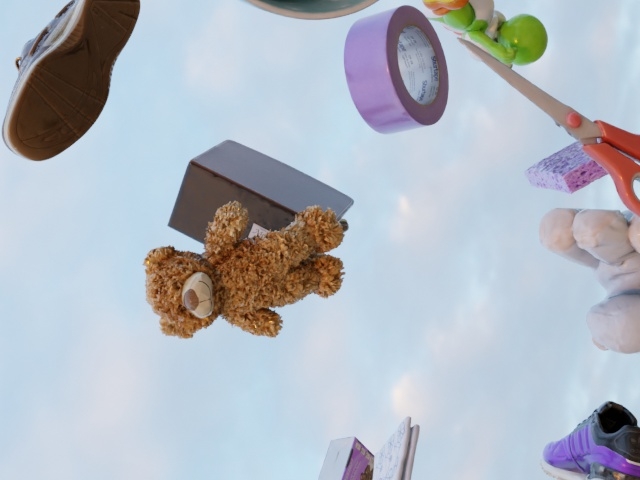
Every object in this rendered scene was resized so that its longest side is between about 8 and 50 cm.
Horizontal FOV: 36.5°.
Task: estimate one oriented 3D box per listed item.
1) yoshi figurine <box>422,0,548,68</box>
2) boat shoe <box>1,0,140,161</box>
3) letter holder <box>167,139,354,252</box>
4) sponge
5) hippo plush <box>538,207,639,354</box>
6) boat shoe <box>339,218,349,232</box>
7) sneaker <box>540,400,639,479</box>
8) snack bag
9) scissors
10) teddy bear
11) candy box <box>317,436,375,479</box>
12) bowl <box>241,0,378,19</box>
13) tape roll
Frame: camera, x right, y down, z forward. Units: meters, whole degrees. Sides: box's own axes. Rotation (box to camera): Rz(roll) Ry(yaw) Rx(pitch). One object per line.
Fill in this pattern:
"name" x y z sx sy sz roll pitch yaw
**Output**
"yoshi figurine" 0.365 -0.476 2.048 0.203 0.203 0.362 -46 -40 9
"boat shoe" -0.389 -0.257 1.453 0.123 0.123 0.342 40 -123 -38
"letter holder" -0.111 -0.059 1.931 0.152 0.301 0.214 -67 -8 25
"sponge" 0.354 -0.106 1.302 0.031 0.117 0.210 62 -178 -7
"hippo plush" 0.475 0.067 1.585 0.294 0.234 0.237 -4 -84 -64
"boat shoe" 0.000 0.000 2.143 0.152 0.049 0.056 -25 -33 -14
"sneaker" 0.454 0.331 1.566 0.293 0.102 0.146 159 126 -80
"snack bag" 0.076 0.480 1.517 0.342 0.037 0.323 109 176 -57
"scissors" 0.251 -0.096 0.918 0.297 0.021 0.109 21 -107 -14
"teddy bear" -0.108 0.056 1.555 0.337 0.113 0.245 1 -58 -28
"candy box" 0.079 0.523 1.970 0.196 0.070 0.165 48 -137 -29
"bowl" -0.049 -0.388 1.085 0.311 0.163 0.312 -1 -89 -23
"tape roll" 0.121 -0.265 1.515 0.189 0.080 0.189 16 -111 -51
